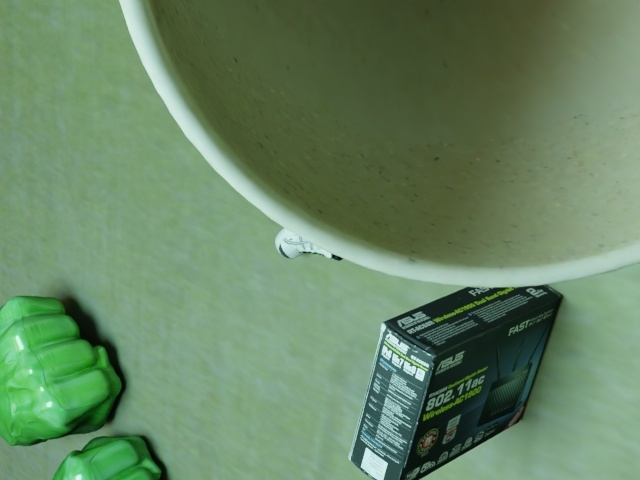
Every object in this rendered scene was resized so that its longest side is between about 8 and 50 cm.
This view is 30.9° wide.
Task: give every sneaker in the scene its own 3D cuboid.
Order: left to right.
[{"bbox_3d":[0.000,0.000,0.779,0.083,0.032,0.037,-34,75,48],"label":"sneaker"}]

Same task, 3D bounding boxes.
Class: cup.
[{"bbox_3d":[0.071,-0.182,0.475,0.237,0.331,0.331,-111,31,-55],"label":"cup"}]

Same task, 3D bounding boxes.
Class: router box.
[{"bbox_3d":[0.076,0.075,0.647,0.038,0.122,0.092,32,124,34],"label":"router box"}]

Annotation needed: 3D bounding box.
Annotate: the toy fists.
[{"bbox_3d":[-0.217,0.180,1.029,0.279,0.096,0.142,65,148,10],"label":"toy fists"}]
